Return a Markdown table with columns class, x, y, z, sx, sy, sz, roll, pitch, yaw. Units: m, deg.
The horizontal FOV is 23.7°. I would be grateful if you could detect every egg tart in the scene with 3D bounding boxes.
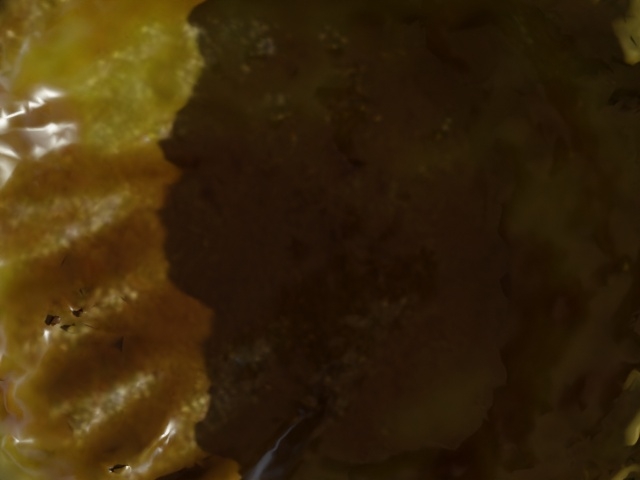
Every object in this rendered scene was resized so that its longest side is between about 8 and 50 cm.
| class | x | y | z | sx | sy | sz | roll | pitch | yaw |
| --- | --- | --- | --- | --- | --- | --- | --- | --- | --- |
| egg tart | 0.000 | 0.000 | 0.653 | 0.387 | 0.169 | 0.388 | 0 | -96 | 1 |
